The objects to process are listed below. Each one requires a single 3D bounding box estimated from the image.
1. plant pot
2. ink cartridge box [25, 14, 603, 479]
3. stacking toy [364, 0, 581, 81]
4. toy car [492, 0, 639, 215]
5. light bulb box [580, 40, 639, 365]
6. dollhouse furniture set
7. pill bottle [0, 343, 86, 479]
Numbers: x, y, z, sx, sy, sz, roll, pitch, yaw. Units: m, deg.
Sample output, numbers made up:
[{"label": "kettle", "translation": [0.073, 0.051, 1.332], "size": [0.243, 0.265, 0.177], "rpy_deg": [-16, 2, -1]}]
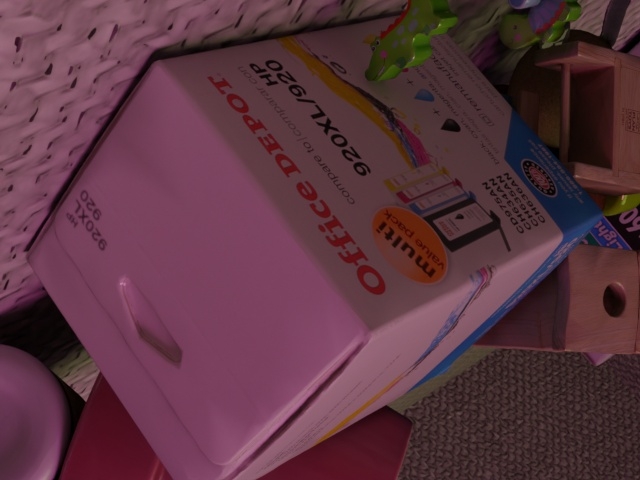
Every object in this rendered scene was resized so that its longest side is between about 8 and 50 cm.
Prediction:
[{"label": "plant pot", "translation": [-0.047, 0.143, 0.761], "size": [0.201, 0.180, 0.201], "rpy_deg": [19, 90, -85]}, {"label": "ink cartridge box", "translation": [0.000, 0.000, 0.663], "size": [0.233, 0.171, 0.168], "rpy_deg": [-22, 159, -49]}, {"label": "stacking toy", "translation": [0.125, -0.177, 0.626], "size": [0.167, 0.052, 0.221], "rpy_deg": [-18, 154, -50]}, {"label": "toy car", "translation": [0.164, -0.110, 0.881], "size": [0.155, 0.149, 0.188], "rpy_deg": [-13, 131, -33]}, {"label": "light bulb box", "translation": [0.414, -0.093, 1.288], "size": [0.361, 0.225, 0.358], "rpy_deg": [-45, 165, 35]}, {"label": "dollhouse furniture set", "translation": [0.162, -0.019, 0.793], "size": [0.129, 0.183, 0.129], "rpy_deg": [7, 174, -35]}, {"label": "pill bottle", "translation": [-0.194, 0.131, 0.764], "size": [0.103, 0.103, 0.184], "rpy_deg": [-35, 166, -10]}]
